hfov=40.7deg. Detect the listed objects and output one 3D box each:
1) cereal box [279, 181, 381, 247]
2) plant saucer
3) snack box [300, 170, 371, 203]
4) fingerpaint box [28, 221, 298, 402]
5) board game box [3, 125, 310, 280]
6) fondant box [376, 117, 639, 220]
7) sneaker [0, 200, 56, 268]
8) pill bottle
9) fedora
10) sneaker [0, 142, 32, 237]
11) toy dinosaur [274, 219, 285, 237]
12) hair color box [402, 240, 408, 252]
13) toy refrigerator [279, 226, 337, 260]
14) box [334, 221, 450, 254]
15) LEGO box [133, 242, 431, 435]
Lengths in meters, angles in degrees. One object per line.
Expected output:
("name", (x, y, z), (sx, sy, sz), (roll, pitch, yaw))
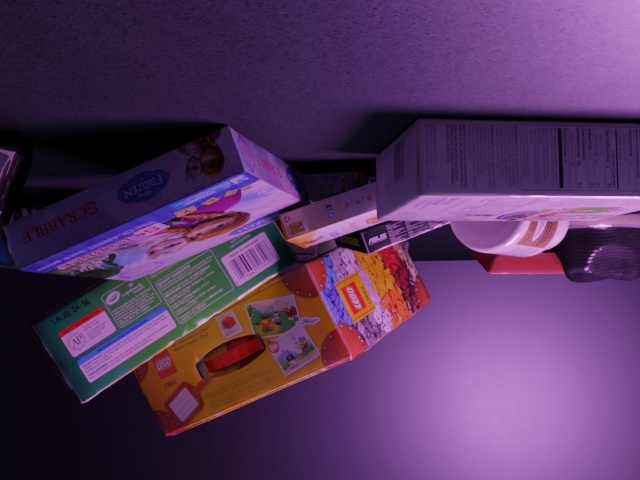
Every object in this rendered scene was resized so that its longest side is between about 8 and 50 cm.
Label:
("cereal box", (0.068, -0.049, 1.310), (0.240, 0.047, 0.173), (-18, 173, 7))
("plant saucer", (0.502, 0.018, 2.130), (0.258, 0.048, 0.259), (0, -163, -7))
("snack box", (0.029, -0.081, 1.398), (0.100, 0.037, 0.141), (-4, 173, 9))
("fingerpaint box", (-0.311, 0.099, 1.619), (0.444, 0.163, 0.371), (-33, -174, -19))
("board game box", (-0.202, -0.035, 1.180), (0.318, 0.066, 0.318), (-22, 170, 12))
("fondant box", (0.253, -0.083, 1.103), (0.330, 0.096, 0.238), (1, 175, -8))
("sneaker", (-0.472, -0.025, 1.539), (0.322, 0.130, 0.236), (2, 170, -16))
("pill bottle", (0.312, -0.040, 1.383), (0.131, 0.131, 0.229), (-4, 174, 35))
("fedora", (0.624, 0.015, 1.916), (0.333, 0.153, 0.334), (-1, 175, 0))
("sneaker", (-0.443, -0.081, 1.058), (0.146, 0.123, 0.330), (19, 172, -12))
("toy dinosaur", (-0.044, -0.041, 1.830), (0.211, 0.064, 0.112), (10, -170, -8))
("hair color box", (0.105, 0.085, 2.187), (0.185, 0.114, 0.374), (5, -166, 13))
("toy refrigerator", (0.000, 0.000, 1.963), (0.269, 0.102, 0.094), (3, 174, -29))
("box", (0.131, -0.032, 1.487), (0.190, 0.045, 0.184), (-20, -174, -12))
("LEGO box", (-0.081, 0.178, 1.766), (0.500, 0.193, 0.372), (-28, 178, 32))
